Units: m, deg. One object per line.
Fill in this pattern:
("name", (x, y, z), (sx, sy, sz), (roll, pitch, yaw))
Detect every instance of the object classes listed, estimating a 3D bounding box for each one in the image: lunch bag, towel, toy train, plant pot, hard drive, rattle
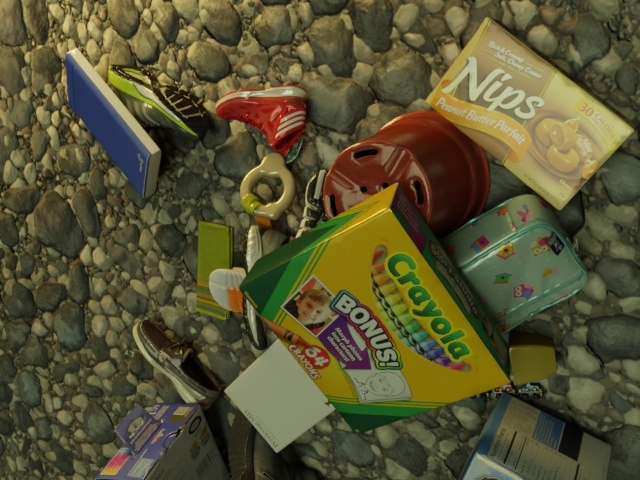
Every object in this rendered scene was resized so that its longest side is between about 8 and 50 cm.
("lunch bag", (0.332, 0.060, 1.199), (0.279, 0.108, 0.224), (-32, 123, 21))
("towel", (-0.262, 0.074, 1.622), (0.102, 0.021, 0.238), (11, 107, 24))
("toy train", (0.377, 0.303, 1.346), (0.158, 0.027, 0.036), (-7, 88, 29))
("plant pot", (0.149, -0.097, 1.225), (0.272, 0.265, 0.273), (7, 105, 26))
("plant pot", (0.411, 0.225, 1.279), (0.083, 0.081, 0.081), (-8, 99, 18))
("hard drive", (-0.500, -0.274, 1.591), (0.319, 0.040, 0.210), (50, 151, 8))
("rattle", (-0.088, -0.127, 1.480), (0.130, 0.142, 0.200), (6, 69, 33))

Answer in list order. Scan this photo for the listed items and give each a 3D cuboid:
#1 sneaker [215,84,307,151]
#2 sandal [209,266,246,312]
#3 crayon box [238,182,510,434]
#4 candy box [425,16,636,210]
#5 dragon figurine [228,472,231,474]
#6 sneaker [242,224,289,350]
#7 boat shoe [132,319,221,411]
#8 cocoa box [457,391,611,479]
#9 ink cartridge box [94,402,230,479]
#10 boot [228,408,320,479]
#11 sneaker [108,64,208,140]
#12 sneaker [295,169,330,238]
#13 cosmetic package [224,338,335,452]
("sneaker", (-0.133, -0.253, 1.417), (0.221, 0.087, 0.128), (-5, 79, 29))
("sandal", (-0.126, 0.119, 1.539), (0.265, 0.076, 0.102), (11, 113, 2))
("crayon box", (0.095, 0.132, 1.127), (0.313, 0.106, 0.363), (-28, 108, 30))
("candy box", (0.368, -0.227, 1.180), (0.316, 0.087, 0.183), (43, 118, 13))
("dragon figurine", (-0.165, 0.670, 1.620), (0.143, 0.289, 0.085), (-7, 127, 1))
("sneaker", (-0.117, 0.101, 1.437), (0.107, 0.100, 0.272), (4, 79, -10))
("boat shoe", (-0.359, 0.304, 1.689), (0.092, 0.103, 0.285), (-42, 86, 24))
("cocoa box", (0.368, 0.522, 1.275), (0.227, 0.231, 0.347), (25, 117, 18))
("ink cartridge box", (-0.369, 0.586, 1.616), (0.151, 0.270, 0.396), (-4, 116, 25))
("boot", (-0.104, 0.535, 1.586), (0.222, 0.338, 0.118), (22, 147, -24))
("sneaker", (-0.382, -0.303, 1.554), (0.299, 0.111, 0.121), (34, 126, 22))
("sneaker", (0.000, 0.000, 1.379), (0.106, 0.162, 0.282), (18, 90, 5))
("cosmetic package", (-0.024, 0.282, 1.446), (0.197, 0.155, 0.365), (47, 126, 6))
